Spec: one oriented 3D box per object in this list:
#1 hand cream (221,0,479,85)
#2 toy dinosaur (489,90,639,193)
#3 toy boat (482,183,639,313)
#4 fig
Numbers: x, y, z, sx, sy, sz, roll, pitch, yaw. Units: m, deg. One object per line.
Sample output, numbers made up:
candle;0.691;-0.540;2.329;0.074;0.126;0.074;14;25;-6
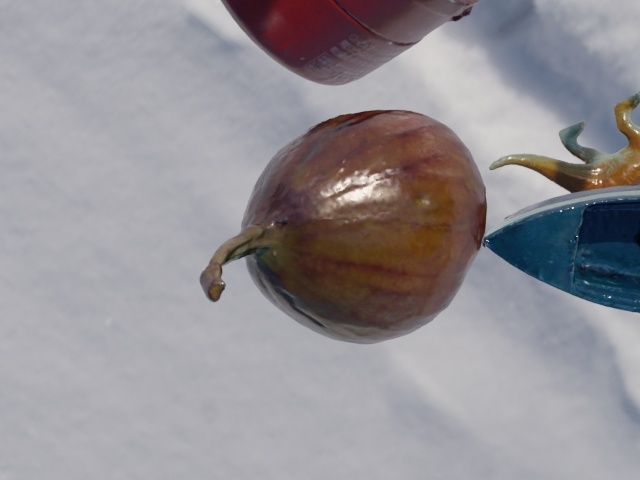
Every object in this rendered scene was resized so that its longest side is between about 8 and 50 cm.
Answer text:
hand cream;0.016;-0.246;1.483;0.149;0.230;0.230;-33;106;32
toy dinosaur;0.270;-0.049;1.663;0.212;0.057;0.142;-23;87;0
toy boat;0.266;0.003;1.399;0.299;0.062;0.096;3;113;-5
fig;0.007;-0.006;1.219;0.202;0.148;0.149;-6;153;-12
